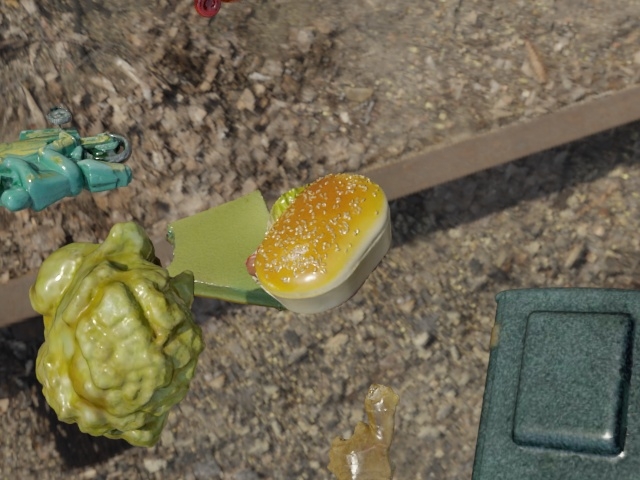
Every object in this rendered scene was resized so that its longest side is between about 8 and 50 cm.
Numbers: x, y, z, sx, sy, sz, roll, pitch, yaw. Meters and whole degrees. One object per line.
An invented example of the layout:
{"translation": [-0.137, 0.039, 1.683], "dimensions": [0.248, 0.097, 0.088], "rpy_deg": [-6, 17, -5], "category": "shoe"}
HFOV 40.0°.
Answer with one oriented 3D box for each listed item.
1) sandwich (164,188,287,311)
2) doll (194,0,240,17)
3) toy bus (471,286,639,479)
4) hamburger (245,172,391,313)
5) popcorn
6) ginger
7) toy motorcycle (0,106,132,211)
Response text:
{"translation": [-0.159, 0.046, 1.479], "dimensions": [0.212, 0.245, 0.063], "rpy_deg": [-21, 139, -3], "category": "sandwich"}
{"translation": [-0.092, -0.326, 0.857], "dimensions": [0.183, 0.085, 0.217], "rpy_deg": [28, 70, -37], "category": "doll"}
{"translation": [0.177, 0.170, 0.571], "dimensions": [0.167, 0.138, 0.275], "rpy_deg": [40, 57, -49], "category": "toy bus"}
{"translation": [0.000, 0.000, 1.177], "dimensions": [0.210, 0.173, 0.116], "rpy_deg": [-49, 125, -25], "category": "hamburger"}
{"translation": [-0.232, 0.117, 1.026], "dimensions": [0.195, 0.256, 0.255], "rpy_deg": [-7, 79, -20], "category": "popcorn"}
{"translation": [0.060, 0.283, 1.239], "dimensions": [0.096, 0.067, 0.165], "rpy_deg": [5, 81, 15], "category": "ginger"}
{"translation": [-0.459, -0.123, 1.444], "dimensions": [0.296, 0.198, 0.109], "rpy_deg": [-6, 131, -10], "category": "toy motorcycle"}
